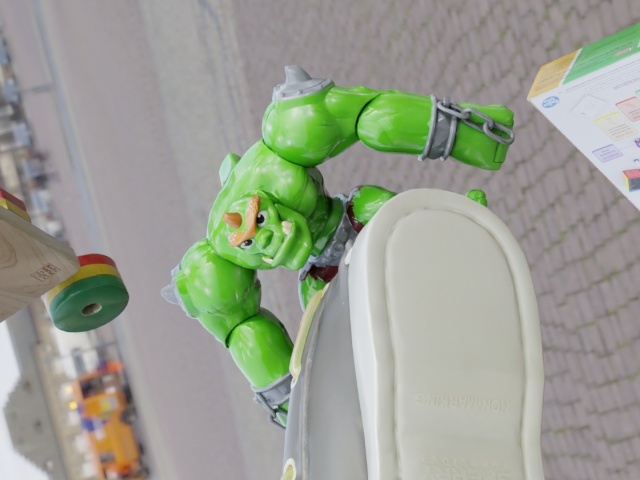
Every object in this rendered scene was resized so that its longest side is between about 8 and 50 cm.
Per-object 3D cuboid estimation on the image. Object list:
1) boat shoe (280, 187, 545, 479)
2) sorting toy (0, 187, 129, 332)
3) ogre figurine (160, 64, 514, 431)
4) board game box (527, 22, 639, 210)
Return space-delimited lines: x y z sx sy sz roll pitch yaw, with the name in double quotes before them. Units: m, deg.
"boat shoe" 0.035 0.131 0.529 0.091 0.109 0.304 136 142 -57
"sorting toy" -0.219 0.008 0.656 0.046 0.132 0.274 62 -169 28
"ogre figurine" 0.000 0.000 0.656 0.197 0.118 0.096 -55 13 36
"board game box" 0.461 -0.139 1.682 0.316 0.064 0.242 41 146 -23
